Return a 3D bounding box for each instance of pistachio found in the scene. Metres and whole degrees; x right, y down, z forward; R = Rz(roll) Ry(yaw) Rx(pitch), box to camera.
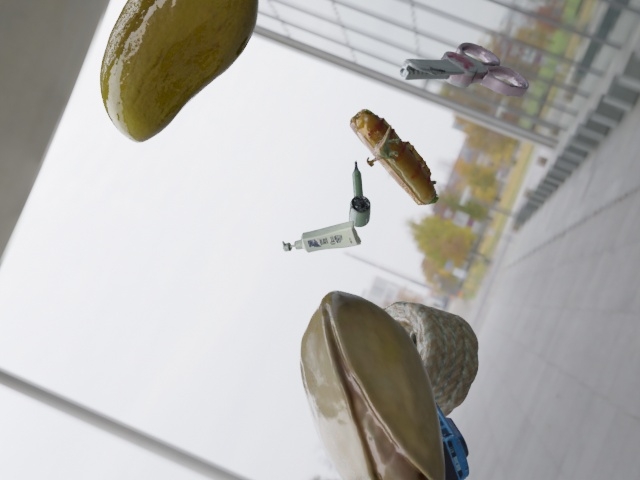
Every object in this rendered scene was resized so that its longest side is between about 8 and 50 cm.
[{"bbox_3d":[0.062,0.201,1.393,0.181,0.162,0.293,52,-160,-69],"label":"pistachio"}]

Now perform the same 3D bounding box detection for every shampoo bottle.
[{"bbox_3d":[0.000,0.000,1.957,0.049,0.141,0.034,62,-159,-47],"label":"shampoo bottle"}]

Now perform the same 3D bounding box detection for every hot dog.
[{"bbox_3d":[0.154,-0.164,2.132,0.076,0.250,0.104,-44,21,4],"label":"hot dog"}]

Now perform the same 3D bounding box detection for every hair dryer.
[{"bbox_3d":[0.083,-0.108,2.323,0.071,0.047,0.150,94,175,-63],"label":"hair dryer"}]

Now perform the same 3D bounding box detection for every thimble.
[{"bbox_3d":[0.168,0.225,1.945,0.229,0.148,0.196,-63,35,14],"label":"thimble"}]

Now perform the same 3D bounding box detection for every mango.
[{"bbox_3d":[-0.230,-0.315,1.694,0.332,0.142,0.195,-46,-50,1],"label":"mango"}]

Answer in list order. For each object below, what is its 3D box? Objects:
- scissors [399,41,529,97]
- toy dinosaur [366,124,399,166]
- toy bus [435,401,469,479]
[{"bbox_3d":[0.186,-0.234,1.476,0.242,0.118,0.030,-10,-44,-47],"label":"scissors"},{"bbox_3d":[0.100,-0.139,1.615,0.113,0.041,0.026,126,142,-59],"label":"toy dinosaur"},{"bbox_3d":[0.153,0.298,1.639,0.185,0.106,0.090,-121,11,-65],"label":"toy bus"}]
